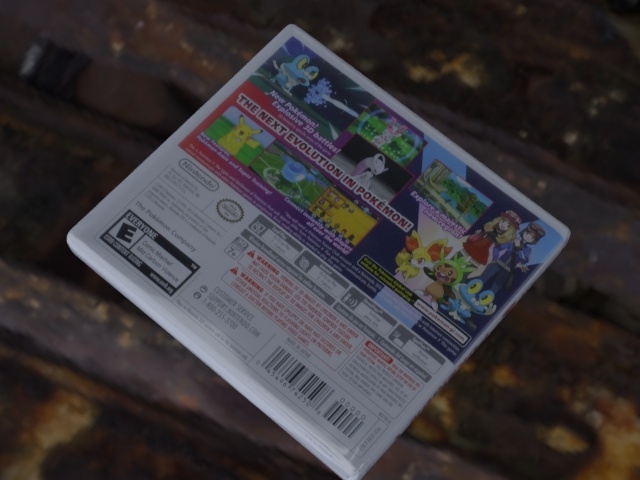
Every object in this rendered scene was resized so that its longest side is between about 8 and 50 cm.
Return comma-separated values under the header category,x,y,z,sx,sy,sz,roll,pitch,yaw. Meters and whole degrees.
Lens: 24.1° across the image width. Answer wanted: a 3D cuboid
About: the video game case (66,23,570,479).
category,x,y,z,sx,sy,sz,roll,pitch,yaw
video game case,0.000,0.000,0.800,0.201,0.183,0.023,38,158,15
